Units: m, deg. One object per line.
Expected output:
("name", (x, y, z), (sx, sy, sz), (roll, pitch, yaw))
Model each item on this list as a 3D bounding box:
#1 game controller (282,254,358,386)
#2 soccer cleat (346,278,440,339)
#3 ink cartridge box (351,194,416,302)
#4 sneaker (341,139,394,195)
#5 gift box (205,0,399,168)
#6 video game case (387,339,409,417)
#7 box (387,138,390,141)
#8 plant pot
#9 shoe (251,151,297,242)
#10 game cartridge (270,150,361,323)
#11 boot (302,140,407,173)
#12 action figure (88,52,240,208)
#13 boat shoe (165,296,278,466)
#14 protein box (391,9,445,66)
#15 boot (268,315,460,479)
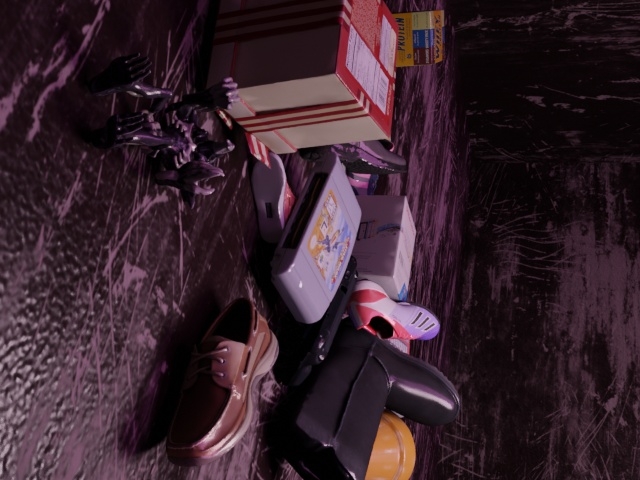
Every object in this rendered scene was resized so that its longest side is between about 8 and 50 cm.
("game controller", (-0.001, 0.163, 1.643), (0.166, 0.067, 0.319), (-49, -171, 38))
("soccer cleat", (0.173, 0.194, 1.837), (0.318, 0.108, 0.116), (29, 40, -41))
("ink cartridge box", (0.129, 0.028, 1.932), (0.171, 0.168, 0.233), (66, 31, -53))
("sneaker", (0.121, -0.189, 1.949), (0.112, 0.131, 0.319), (-71, 155, -45))
("gift box", (-0.028, -0.276, 1.284), (0.276, 0.258, 0.255), (45, 48, -55))
("video game case", (0.158, 0.291, 2.049), (0.204, 0.025, 0.285), (41, 35, -25))
("box", (0.146, -0.280, 2.156), (0.233, 0.044, 0.159), (-35, 124, -68))
("plant pot", (0.090, 0.499, 1.843), (0.188, 0.205, 0.205), (18, 74, -55))
("shoe", (-0.083, -0.089, 1.458), (0.081, 0.063, 0.178), (-60, 152, -58))
("game cartridge", (0.000, 0.000, 1.529), (0.198, 0.062, 0.297), (58, 44, -45))
("boot", (0.092, -0.270, 1.760), (0.338, 0.118, 0.223), (9, 83, -54))
("action figure", (-0.179, -0.136, 1.039), (0.275, 0.140, 0.164), (22, 69, -67))
("boat shoe", (-0.158, 0.201, 1.182), (0.324, 0.123, 0.116), (-69, 147, -60))
("protein box", (0.218, -0.541, 2.108), (0.201, 0.199, 0.136), (-42, 130, -65))
("boot", (0.116, 0.388, 1.693), (0.146, 0.367, 0.445), (-57, 179, 25))
